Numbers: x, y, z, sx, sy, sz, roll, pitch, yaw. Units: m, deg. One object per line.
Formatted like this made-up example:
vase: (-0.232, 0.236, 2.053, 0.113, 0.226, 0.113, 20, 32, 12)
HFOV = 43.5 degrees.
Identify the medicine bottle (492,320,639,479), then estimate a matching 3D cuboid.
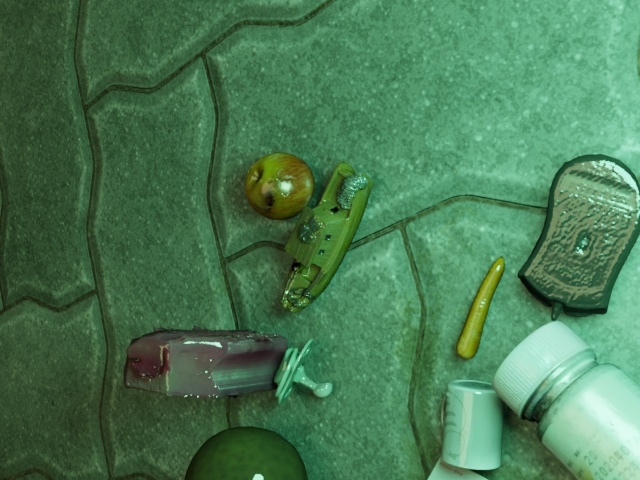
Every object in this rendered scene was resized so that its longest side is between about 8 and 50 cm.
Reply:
medicine bottle: (0.398, 0.261, 1.172, 0.273, 0.165, 0.165, 46, 117, 33)

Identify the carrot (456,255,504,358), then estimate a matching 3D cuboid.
carrot: (0.274, 0.113, 1.370, 0.037, 0.037, 0.190, 25, 103, 39)

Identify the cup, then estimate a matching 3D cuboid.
cup: (0.241, 0.304, 1.349, 0.136, 0.099, 0.133, 5, 93, 40)

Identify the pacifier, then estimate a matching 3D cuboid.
pacifier: (-0.032, 0.274, 1.592, 0.116, 0.127, 0.150, 29, 101, 13)

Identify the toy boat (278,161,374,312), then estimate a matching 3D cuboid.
toy boat: (0.000, 0.000, 1.557, 0.089, 0.121, 0.321, 37, 112, 30)

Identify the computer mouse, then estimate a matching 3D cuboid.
computer mouse: (0.403, -0.001, 1.229, 0.147, 0.088, 0.264, 25, 105, 22)

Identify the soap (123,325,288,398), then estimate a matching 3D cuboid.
soap: (-0.230, 0.241, 1.613, 0.220, 0.325, 0.127, 0, 85, 39)

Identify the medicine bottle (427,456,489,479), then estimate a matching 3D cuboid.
medicine bottle: (0.248, 0.475, 1.324, 0.201, 0.052, 0.171, 22, 72, 41)

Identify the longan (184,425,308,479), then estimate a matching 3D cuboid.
longan: (-0.145, 0.496, 1.580, 0.258, 0.258, 0.258, -2, 87, 41)

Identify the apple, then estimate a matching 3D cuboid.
apple: (-0.086, -0.110, 1.627, 0.146, 0.146, 0.146, -2, 87, 41)
